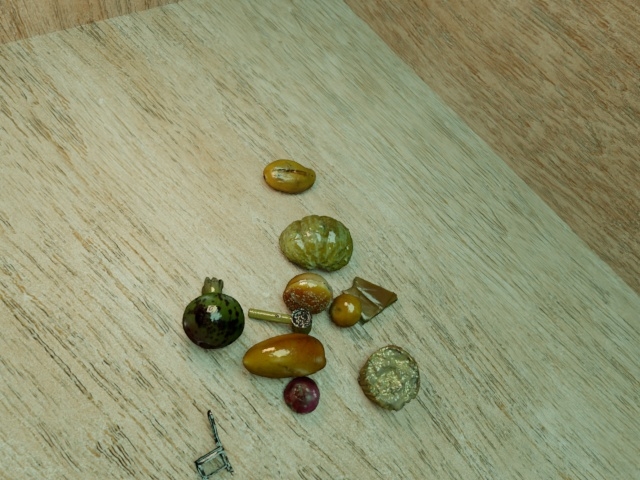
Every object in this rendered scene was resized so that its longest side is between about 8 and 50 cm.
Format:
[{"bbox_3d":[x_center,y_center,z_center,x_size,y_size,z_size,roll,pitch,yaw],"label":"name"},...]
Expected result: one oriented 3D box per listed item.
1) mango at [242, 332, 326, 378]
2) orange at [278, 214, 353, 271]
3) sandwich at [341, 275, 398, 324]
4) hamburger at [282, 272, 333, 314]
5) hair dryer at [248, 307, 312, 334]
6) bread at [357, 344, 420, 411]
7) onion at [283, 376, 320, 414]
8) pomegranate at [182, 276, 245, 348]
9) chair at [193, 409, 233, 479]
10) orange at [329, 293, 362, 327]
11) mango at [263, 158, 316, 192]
[{"bbox_3d":[-0.148,0.465,1.656,0.350,0.199,0.201,8,18,-32],"label":"mango"},{"bbox_3d":[0.000,0.000,1.944,0.368,0.210,0.271,4,61,-22],"label":"orange"},{"bbox_3d":[0.237,0.260,1.984,0.245,0.063,0.212,-28,75,-32],"label":"sandwich"},{"bbox_3d":[-0.055,0.237,1.795,0.237,0.237,0.147,3,48,-20],"label":"hamburger"},{"bbox_3d":[-0.174,0.340,1.765,0.278,0.135,0.090,10,60,3],"label":"hair dryer"},{"bbox_3d":[0.301,0.598,1.785,0.274,0.149,0.274,7,68,-19],"label":"bread"},{"bbox_3d":[-0.072,0.611,1.638,0.150,0.140,0.150,4,52,-5],"label":"onion"},{"bbox_3d":[-0.413,0.295,1.643,0.242,0.242,0.306,24,28,-8],"label":"pomegranate"},{"bbox_3d":[-0.404,0.743,1.462,0.113,0.106,0.229,-20,72,-31],"label":"chair"},{"bbox_3d":[0.119,0.319,1.858,0.134,0.154,0.155,18,54,-48],"label":"orange"},{"bbox_3d":[-0.150,-0.334,2.104,0.295,0.120,0.177,-1,67,-22],"label":"mango"}]
